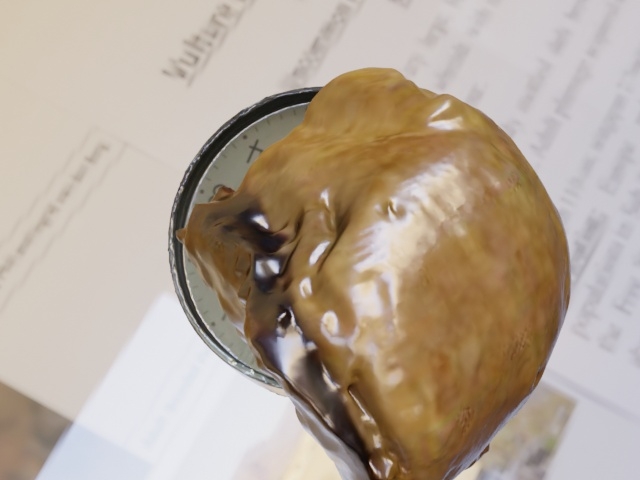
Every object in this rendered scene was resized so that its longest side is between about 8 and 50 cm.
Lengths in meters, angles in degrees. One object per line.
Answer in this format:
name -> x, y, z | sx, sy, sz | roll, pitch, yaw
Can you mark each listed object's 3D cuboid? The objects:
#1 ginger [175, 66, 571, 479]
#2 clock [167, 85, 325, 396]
ginger -> 0.056, 0.027, 0.915 | 0.223, 0.200, 0.269 | -34, 34, -8
clock -> 0.001, -0.001, 1.445 | 0.313, 0.312, 0.061 | -62, -16, -3
